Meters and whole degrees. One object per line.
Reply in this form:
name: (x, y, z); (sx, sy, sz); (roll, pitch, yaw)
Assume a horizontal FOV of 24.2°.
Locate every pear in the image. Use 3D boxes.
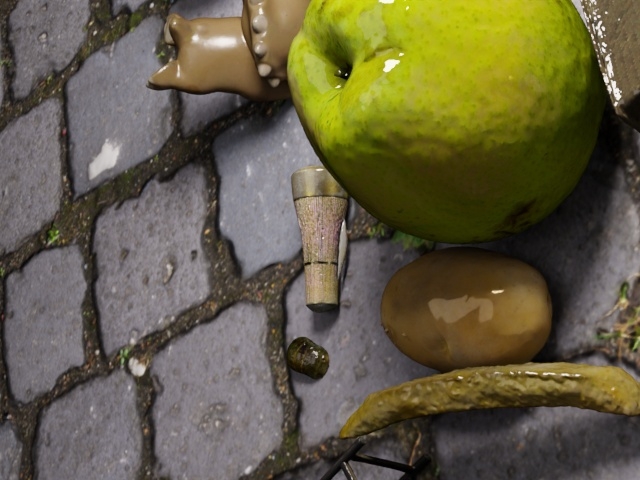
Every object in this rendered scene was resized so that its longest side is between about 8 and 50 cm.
pear: (0.139, -0.185, 1.779); (0.391, 0.391, 0.391); (-18, 64, 42)

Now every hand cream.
hand cream: (0.000, 0.000, 2.076); (0.084, 0.084, 0.203); (-11, 74, 44)

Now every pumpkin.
pumpkin: (-0.023, 0.161, 2.078); (0.083, 0.028, 0.050); (18, 88, 44)

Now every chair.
chair: (0.033, 0.382, 1.851); (0.260, 0.154, 0.141); (-49, 46, 20)

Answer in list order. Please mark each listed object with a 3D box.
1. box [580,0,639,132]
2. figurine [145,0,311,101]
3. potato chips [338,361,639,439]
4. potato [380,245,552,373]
box: (0.398, -0.235, 1.627); (0.143, 0.184, 0.273); (-38, 41, 33)
figurine: (-0.110, -0.304, 2.173); (0.173, 0.247, 0.177); (107, 175, -52)
potato chips: (0.184, 0.184, 1.747); (0.407, 0.057, 0.080); (-10, 105, 31)
potato: (0.175, 0.089, 1.824); (0.234, 0.146, 0.150); (5, 112, 47)
